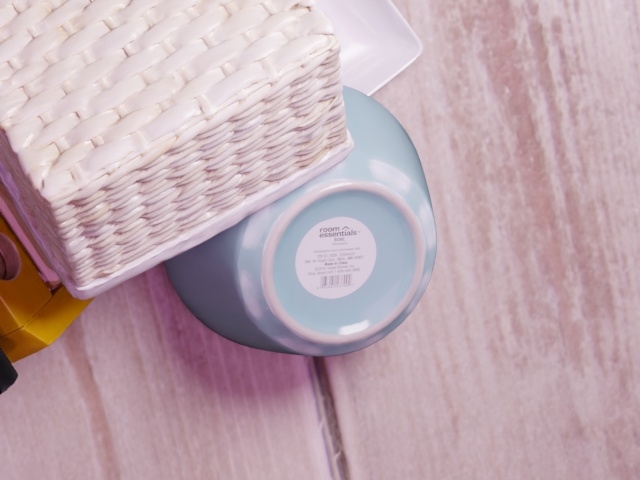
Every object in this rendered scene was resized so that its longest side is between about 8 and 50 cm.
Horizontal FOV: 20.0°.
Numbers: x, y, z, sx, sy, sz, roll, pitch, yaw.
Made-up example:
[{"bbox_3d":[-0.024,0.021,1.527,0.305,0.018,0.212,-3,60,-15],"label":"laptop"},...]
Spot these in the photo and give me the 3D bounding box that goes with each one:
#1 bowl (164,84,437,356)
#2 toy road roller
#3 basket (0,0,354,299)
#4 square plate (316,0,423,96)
[{"bbox_3d":[0.000,0.000,1.925,0.311,0.163,0.312,-7,111,-19],"label":"bowl"},{"bbox_3d":[-0.404,0.057,1.854,0.240,0.329,0.202,-23,106,33],"label":"toy road roller"},{"bbox_3d":[-0.184,-0.178,1.729,0.331,0.266,0.328,-30,72,-8],"label":"basket"},{"bbox_3d":[-0.120,-0.236,1.956,0.344,0.049,0.347,-39,104,-6],"label":"square plate"}]
